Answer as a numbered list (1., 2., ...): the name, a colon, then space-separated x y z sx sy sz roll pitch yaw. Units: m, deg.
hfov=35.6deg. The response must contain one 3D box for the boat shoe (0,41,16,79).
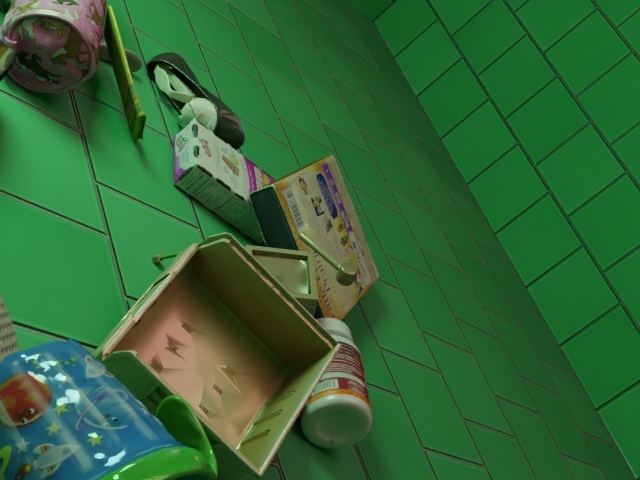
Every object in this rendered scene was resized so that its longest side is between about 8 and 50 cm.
1. boat shoe: -0.535 -0.230 1.414 0.120 0.122 0.324 40 22 -17

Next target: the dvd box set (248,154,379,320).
1. dvd box set: 0.000 0.000 2.059 0.308 0.062 0.420 68 20 -7

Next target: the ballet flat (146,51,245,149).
1. ballet flat: -0.274 -0.286 2.089 0.280 0.095 0.096 47 29 20

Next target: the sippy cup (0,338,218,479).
1. sippy cup: -0.266 0.236 1.060 0.224 0.240 0.305 49 -4 24

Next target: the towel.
1. towel: -0.365 -0.312 1.864 0.021 0.102 0.237 -12 74 -22

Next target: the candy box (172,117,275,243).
1. candy box: -0.187 -0.116 1.988 0.233 0.071 0.159 38 26 -32

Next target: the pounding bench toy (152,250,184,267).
1. pounding bench toy: -0.229 0.040 1.650 0.083 0.065 0.052 47 21 -8

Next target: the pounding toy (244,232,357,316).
1. pounding toy: -0.041 0.076 1.804 0.206 0.094 0.181 7 39 -11

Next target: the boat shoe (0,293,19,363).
1. boat shoe: -0.512 0.007 1.030 0.500 0.156 0.187 48 13 -40

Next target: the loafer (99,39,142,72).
1. loafer: -0.414 -0.379 2.013 0.125 0.045 0.039 18 31 -50

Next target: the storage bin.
1. storage bin: -0.146 0.163 1.403 0.260 0.123 0.262 46 45 -11

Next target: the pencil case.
1. pencil case: -0.476 -0.416 1.789 0.386 0.167 0.160 -104 170 -50

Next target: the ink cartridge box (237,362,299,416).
1. ink cartridge box: -0.100 0.220 1.592 0.134 0.078 0.231 41 23 -20

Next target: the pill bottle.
1. pill bottle: 0.018 0.242 1.732 0.121 0.121 0.221 38 24 -28
